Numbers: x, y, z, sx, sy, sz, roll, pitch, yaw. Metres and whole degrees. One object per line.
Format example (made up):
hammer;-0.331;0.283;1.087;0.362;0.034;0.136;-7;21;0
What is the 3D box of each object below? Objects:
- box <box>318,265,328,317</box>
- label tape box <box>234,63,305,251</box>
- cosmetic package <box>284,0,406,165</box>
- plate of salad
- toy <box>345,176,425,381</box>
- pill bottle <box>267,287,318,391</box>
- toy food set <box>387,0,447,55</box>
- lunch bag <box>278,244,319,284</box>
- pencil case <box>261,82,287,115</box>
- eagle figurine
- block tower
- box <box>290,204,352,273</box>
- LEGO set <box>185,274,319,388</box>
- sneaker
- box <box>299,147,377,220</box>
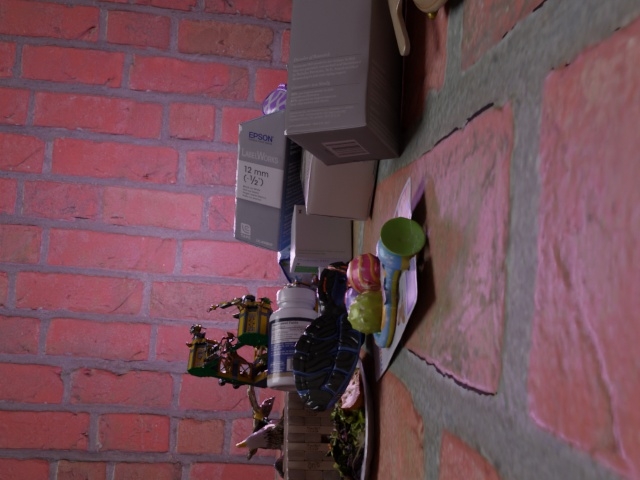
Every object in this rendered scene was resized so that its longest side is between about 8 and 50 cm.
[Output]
box;0.018;0.155;0.915;0.145;0.038;0.186;83;-172;-61
label tape box;-0.056;-0.184;1.124;0.249;0.115;0.347;-37;-43;-57
cosmetic package;0.033;-0.218;0.637;0.127;0.107;0.237;22;-112;-64
plate of salad;0.034;0.251;0.751;0.200;0.048;0.199;-176;90;-83
toy;0.058;0.052;0.619;0.237;0.056;0.136;104;170;-58
pill bottle;-0.044;0.172;0.987;0.094;0.094;0.169;107;165;-66
toy food set;0.108;-0.263;0.483;0.192;0.039;0.132;117;150;-62
lunch bag;-0.033;0.067;1.323;0.128;0.096;0.151;-99;-15;-66
pencil case;-0.049;-0.276;1.297;0.206;0.086;0.088;30;-105;-56
eagle figurine;-0.076;0.433;1.256;0.298;0.225;0.226;-21;106;52
block tower;-0.016;0.369;0.956;0.335;0.091;0.097;-96;12;-56
box;0.000;0.000;0.991;0.087;0.101;0.101;107;164;-65
LEGO set;-0.125;0.173;1.190;0.331;0.255;0.192;-46;35;48
sneaker;0.027;0.129;0.741;0.221;0.083;0.087;-68;-31;-44
box;0.021;-0.125;0.909;0.275;0.094;0.113;-102;18;-71
